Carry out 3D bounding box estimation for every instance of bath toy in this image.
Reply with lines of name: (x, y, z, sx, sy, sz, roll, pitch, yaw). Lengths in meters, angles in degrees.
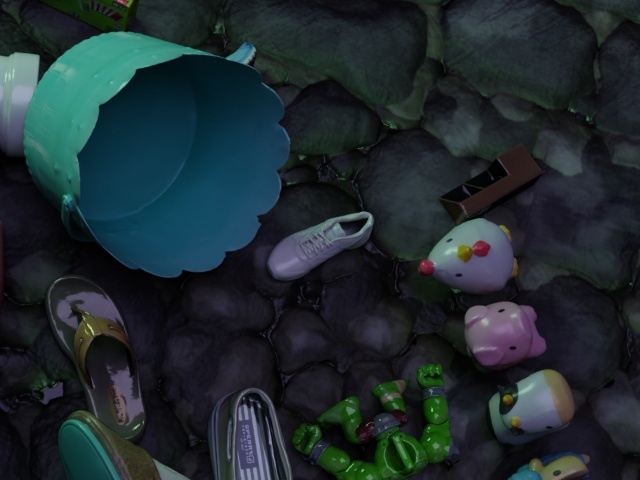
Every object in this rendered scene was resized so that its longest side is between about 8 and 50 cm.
bath toy: (0.219, 0.136, 1.810, 0.129, 0.151, 0.348, -8, 71, -32)

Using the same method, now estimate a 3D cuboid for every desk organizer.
desk organizer: (0.222, -0.072, 1.941, 0.130, 0.047, 0.050, -30, 78, -20)

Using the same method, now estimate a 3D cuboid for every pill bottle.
pill bottle: (-0.469, -0.172, 1.761, 0.265, 0.153, 0.153, 6, 70, -11)

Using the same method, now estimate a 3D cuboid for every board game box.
board game box: (-0.319, -0.328, 1.881, 0.181, 0.092, 0.043, 25, 67, -3)

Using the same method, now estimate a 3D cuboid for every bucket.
bucket: (-0.197, -0.106, 1.726, 0.281, 0.183, 0.281, -15, 116, -32)

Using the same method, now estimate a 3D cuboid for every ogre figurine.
ogre figurine: (0.076, 0.236, 1.777, 0.197, 0.097, 0.118, -15, 63, -29)

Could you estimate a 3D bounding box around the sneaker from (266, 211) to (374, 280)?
sneaker: (0.000, 0.000, 1.859, 0.152, 0.061, 0.053, -27, 81, -18)

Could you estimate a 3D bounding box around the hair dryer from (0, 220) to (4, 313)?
hair dryer: (-0.471, 0.063, 1.705, 0.223, 0.080, 0.293, 40, 56, 20)

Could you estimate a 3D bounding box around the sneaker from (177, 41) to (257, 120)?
sneaker: (-0.149, -0.210, 1.896, 0.162, 0.063, 0.073, -38, 80, -22)

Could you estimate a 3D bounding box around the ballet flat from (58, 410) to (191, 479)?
ballet flat: (-0.177, 0.338, 1.677, 0.124, 0.116, 0.342, -14, 65, -39)

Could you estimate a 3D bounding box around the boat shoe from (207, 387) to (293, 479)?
boat shoe: (-0.072, 0.316, 1.714, 0.109, 0.094, 0.302, -11, 74, -16)

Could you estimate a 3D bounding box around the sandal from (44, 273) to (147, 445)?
sandal: (-0.260, 0.138, 1.751, 0.090, 0.060, 0.219, -14, 75, -17)
